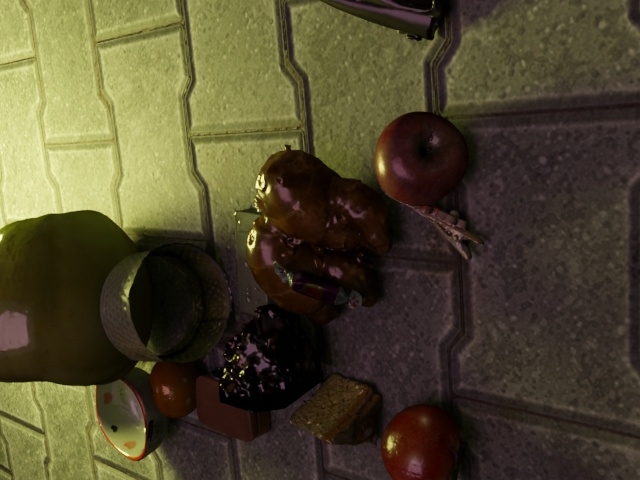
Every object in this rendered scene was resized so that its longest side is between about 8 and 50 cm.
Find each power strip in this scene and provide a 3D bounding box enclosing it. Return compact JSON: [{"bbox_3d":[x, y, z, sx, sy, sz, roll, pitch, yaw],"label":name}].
[{"bbox_3d":[-0.134,0.025,1.498,0.093,0.053,0.288,9,108,40],"label":"power strip"}]

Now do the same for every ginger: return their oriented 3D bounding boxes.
[{"bbox_3d":[-0.005,0.008,1.321,0.274,0.152,0.357,16,119,6],"label":"ginger"}]

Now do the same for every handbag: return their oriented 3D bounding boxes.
[{"bbox_3d":[0.121,-0.488,1.109,0.257,0.113,0.285,32,120,23],"label":"handbag"},{"bbox_3d":[-0.209,0.381,1.645,0.193,0.072,0.151,11,108,41],"label":"handbag"}]

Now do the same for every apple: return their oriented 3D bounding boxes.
[{"bbox_3d":[0.160,-0.131,1.140,0.153,0.153,0.120,64,169,9],"label":"apple"},{"bbox_3d":[-0.636,0.150,1.716,0.473,0.473,0.473,12,109,39],"label":"apple"}]

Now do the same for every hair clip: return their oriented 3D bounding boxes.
[{"bbox_3d":[0.190,-0.049,1.191,0.214,0.062,0.056,41,114,24],"label":"hair clip"}]

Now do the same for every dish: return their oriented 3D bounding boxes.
[{"bbox_3d":[-0.493,0.452,1.880,0.256,0.117,0.256,12,110,38],"label":"dish"}]

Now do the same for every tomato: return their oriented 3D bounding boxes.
[{"bbox_3d":[0.181,0.376,1.245,0.167,0.167,0.167,12,109,39],"label":"tomato"}]

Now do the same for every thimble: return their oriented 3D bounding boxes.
[{"bbox_3d":[-0.350,0.142,1.578,0.150,0.271,0.271,-10,95,45],"label":"thimble"}]

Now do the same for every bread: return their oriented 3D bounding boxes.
[{"bbox_3d":[0.030,0.345,1.379,0.147,0.152,0.127,11,100,41],"label":"bread"}]

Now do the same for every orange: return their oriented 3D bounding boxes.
[{"bbox_3d":[-0.357,0.361,1.730,0.156,0.124,0.156,172,90,-70],"label":"orange"}]

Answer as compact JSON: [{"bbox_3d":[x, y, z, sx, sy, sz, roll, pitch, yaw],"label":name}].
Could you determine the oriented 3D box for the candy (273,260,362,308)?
[{"bbox_3d":[-0.007,0.083,1.246,0.175,0.043,0.045,19,127,4],"label":"candy"}]

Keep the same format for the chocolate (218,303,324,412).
[{"bbox_3d":[-0.113,0.206,1.403,0.206,0.224,0.177,7,109,37],"label":"chocolate"}]
